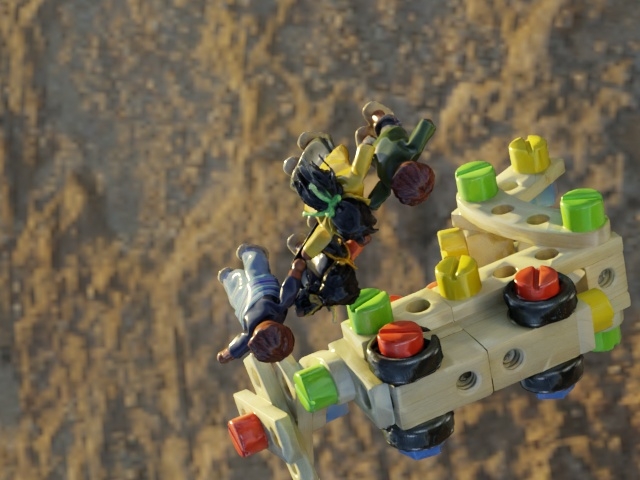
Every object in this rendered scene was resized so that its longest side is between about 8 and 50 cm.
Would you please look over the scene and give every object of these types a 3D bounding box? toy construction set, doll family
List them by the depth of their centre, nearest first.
[{"bbox_3d":[0.000,0.000,1.026,0.193,0.076,0.111,-63,27,19],"label":"doll family"},{"bbox_3d":[0.080,0.054,1.174,0.215,0.328,0.151,42,163,57],"label":"toy construction set"}]
